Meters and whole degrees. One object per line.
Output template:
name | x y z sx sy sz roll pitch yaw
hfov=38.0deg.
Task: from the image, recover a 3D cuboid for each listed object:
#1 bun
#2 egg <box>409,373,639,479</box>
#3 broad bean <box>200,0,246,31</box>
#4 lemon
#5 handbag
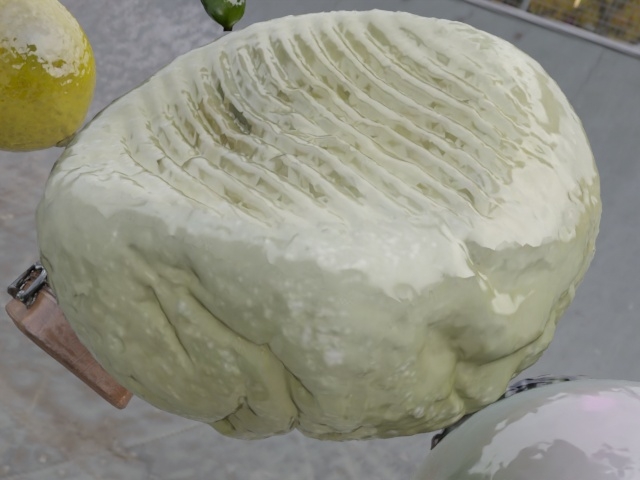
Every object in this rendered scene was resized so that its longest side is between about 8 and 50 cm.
bun | 0.000 0.000 0.634 0.352 0.227 0.349 -22 37 -13
egg | 0.224 0.277 0.651 0.354 0.354 0.340 21 -4 1
broad bean | -0.112 -0.296 0.645 0.049 0.292 0.144 -15 28 15
lemon | -0.463 -0.258 1.369 0.267 0.267 0.267 20 12 -4
handbag | -0.240 0.087 0.925 0.151 0.072 0.193 43 -12 -17
